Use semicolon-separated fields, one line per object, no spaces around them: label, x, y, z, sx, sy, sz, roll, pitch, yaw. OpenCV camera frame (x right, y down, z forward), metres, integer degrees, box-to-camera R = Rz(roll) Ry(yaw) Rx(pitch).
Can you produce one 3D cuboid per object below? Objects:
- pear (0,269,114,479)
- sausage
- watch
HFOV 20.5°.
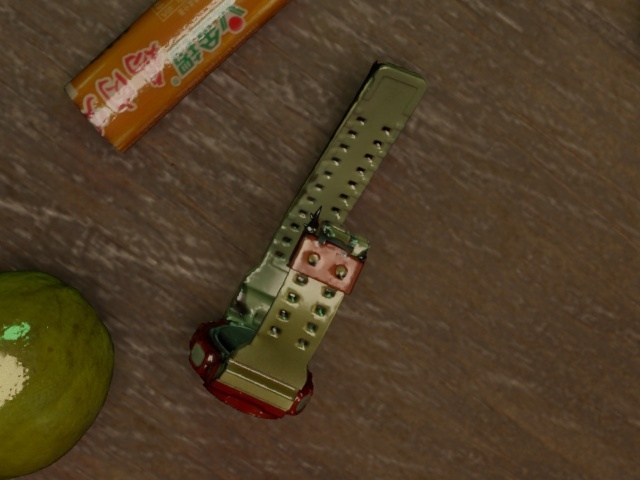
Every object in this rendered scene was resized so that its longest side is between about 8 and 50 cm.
pear;-0.236;0.100;1.328;0.162;0.149;0.149;-43;102;-9
sausage;-0.087;-0.168;1.335;0.234;0.071;0.071;-43;101;2
watch;-0.003;0.008;1.317;0.102;0.165;0.268;25;117;-10
